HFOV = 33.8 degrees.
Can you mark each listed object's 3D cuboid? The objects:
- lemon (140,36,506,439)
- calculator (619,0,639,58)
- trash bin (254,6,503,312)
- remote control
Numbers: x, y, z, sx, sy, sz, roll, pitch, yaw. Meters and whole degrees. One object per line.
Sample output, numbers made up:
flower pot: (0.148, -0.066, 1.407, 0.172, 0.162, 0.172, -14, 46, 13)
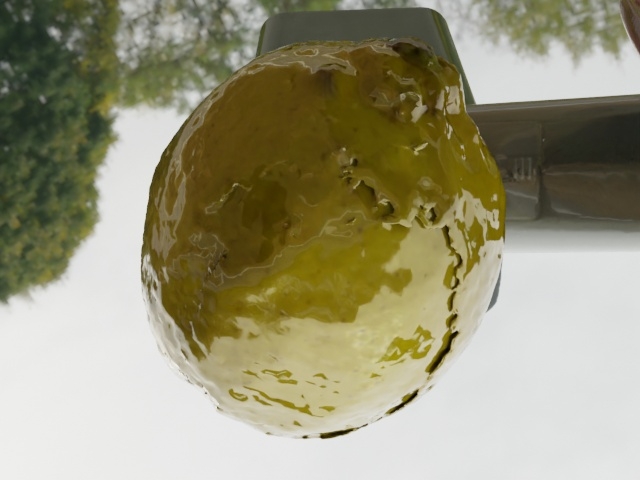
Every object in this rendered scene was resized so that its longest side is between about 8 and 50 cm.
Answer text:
lemon: (0.000, 0.000, 0.597, 0.204, 0.260, 0.204, 19, -148, -13)
calculator: (0.427, -0.171, 1.137, 0.048, 0.220, 0.329, -57, -160, 30)
trash bin: (0.036, -0.085, 1.000, 0.223, 0.158, 0.343, -2, -146, 0)
remote control: (0.147, -0.047, 0.731, 0.313, 0.109, 0.055, -1, 174, 23)
